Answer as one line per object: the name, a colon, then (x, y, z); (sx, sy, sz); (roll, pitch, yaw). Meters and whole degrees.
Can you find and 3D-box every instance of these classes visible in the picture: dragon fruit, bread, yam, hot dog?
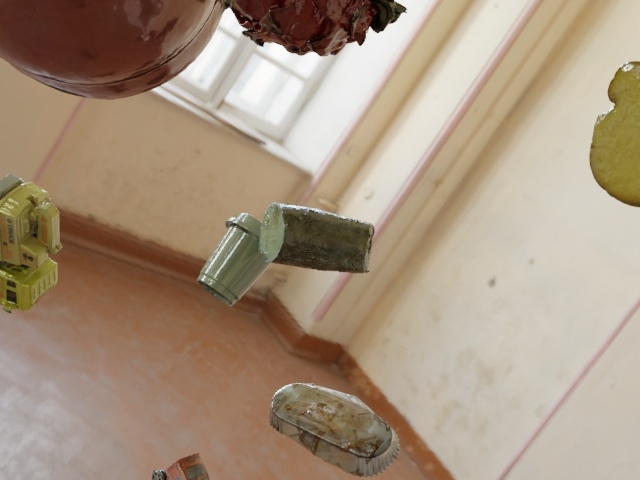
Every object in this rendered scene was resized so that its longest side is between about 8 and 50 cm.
dragon fruit: (-0.026, -0.374, 1.092); (0.299, 0.244, 0.244); (-2, 13, -1)
bread: (0.370, -0.096, 0.839); (0.065, 0.149, 0.188); (-5, 36, -41)
yam: (0.000, 0.000, 1.263); (0.183, 0.107, 0.107); (9, 16, -10)
hot dog: (0.026, 0.350, 1.522); (0.268, 0.075, 0.144); (22, 47, 31)

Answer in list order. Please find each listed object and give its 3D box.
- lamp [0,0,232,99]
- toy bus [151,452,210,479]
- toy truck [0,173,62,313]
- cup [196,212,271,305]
lamp: (-0.146, -0.255, 0.564); (0.240, 0.305, 0.305); (-6, 16, -4)
toy bus: (-0.254, 0.411, 1.272); (0.077, 0.192, 0.065); (56, 24, 17)
toy truck: (-0.579, 0.012, 1.560); (0.157, 0.272, 0.124); (22, 36, 11)
cup: (-0.144, 0.036, 1.398); (0.120, 0.141, 0.120); (33, -19, 13)
